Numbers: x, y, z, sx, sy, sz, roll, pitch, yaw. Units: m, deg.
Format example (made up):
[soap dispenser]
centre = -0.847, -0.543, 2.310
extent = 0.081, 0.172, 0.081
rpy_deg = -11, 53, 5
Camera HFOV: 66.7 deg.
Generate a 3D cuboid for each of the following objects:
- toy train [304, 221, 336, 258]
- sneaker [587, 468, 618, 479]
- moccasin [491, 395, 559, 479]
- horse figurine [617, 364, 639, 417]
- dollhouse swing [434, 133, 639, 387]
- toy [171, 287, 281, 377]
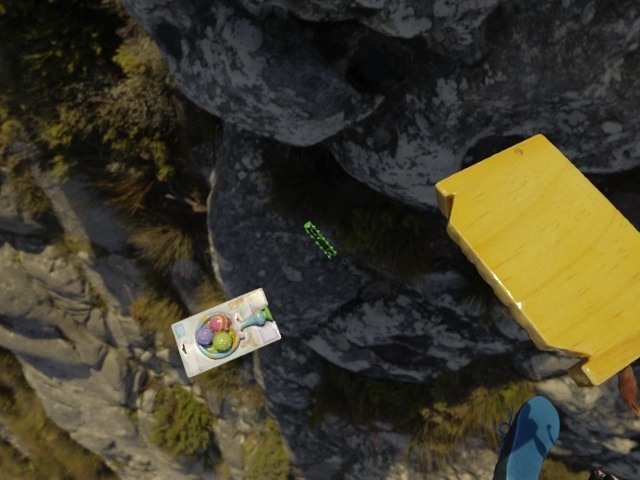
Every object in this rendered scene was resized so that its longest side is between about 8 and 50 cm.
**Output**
[toy train]
centre = 0.000, 0.000, 0.811
extent = 0.017, 0.023, 0.083
rpy_deg = -37, 125, 4
[sneaker]
centre = 0.570, 0.490, 0.926
extent = 0.077, 0.072, 0.178
rpy_deg = 25, -179, 19
[moccasin]
centre = 0.527, 0.546, 1.302
extent = 0.138, 0.342, 0.116
rpy_deg = 45, 136, 15
[horse figurine]
centre = 0.633, 0.286, 0.821
extent = 0.263, 0.174, 0.066
rpy_deg = 14, -172, 32
[dollhouse swing]
centre = 0.366, 0.061, 0.836
extent = 0.315, 0.346, 0.305
rpy_deg = -26, 156, -17
[toy]
centre = -0.229, 0.214, 1.161
extent = 0.237, 0.136, 0.056
rpy_deg = -21, 162, -8
